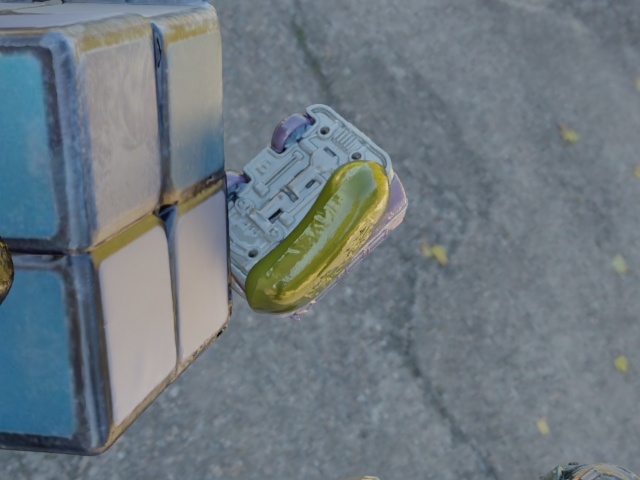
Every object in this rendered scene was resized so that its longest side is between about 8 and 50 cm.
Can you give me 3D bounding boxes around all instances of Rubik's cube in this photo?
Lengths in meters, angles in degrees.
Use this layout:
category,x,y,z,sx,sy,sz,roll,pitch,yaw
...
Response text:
category,x,y,z,sx,sy,sz,roll,pitch,yaw
Rubik's cube,-0.265,-0.033,0.959,0.313,0.316,0.319,-47,136,-69

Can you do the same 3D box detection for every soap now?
category,x,y,z,sx,sy,sz,roll,pitch,yaw
soap,0.001,0.001,0.844,0.045,0.140,0.089,42,8,12

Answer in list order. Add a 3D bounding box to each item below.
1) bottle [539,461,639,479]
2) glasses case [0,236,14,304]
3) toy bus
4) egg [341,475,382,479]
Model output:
category,x,y,z,sx,sy,sz,roll,pitch,yaw
bottle,0.241,0.240,1.044,0.098,0.152,0.099,0,71,1
glasses case,-0.247,0.014,0.487,0.122,0.082,0.321,39,17,10
toy bus,-0.022,-0.022,1.220,0.202,0.142,0.142,-42,65,-11
egg,0.041,0.418,1.533,0.201,0.244,0.201,48,33,-45
